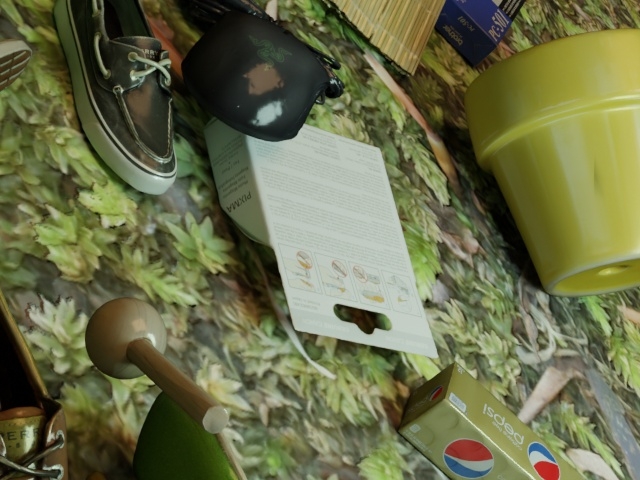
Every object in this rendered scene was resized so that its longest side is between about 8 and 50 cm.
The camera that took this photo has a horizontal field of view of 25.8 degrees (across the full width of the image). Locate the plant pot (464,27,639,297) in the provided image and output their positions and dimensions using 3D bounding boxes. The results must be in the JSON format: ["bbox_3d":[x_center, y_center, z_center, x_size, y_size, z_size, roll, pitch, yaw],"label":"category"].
[{"bbox_3d":[0.301,-0.072,1.537,0.254,0.254,0.239,8,67,-47],"label":"plant pot"}]

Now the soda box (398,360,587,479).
[{"bbox_3d":[0.158,0.195,1.237,0.181,0.061,0.058,43,33,-11],"label":"soda box"}]

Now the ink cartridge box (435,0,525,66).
[{"bbox_3d":[0.204,-0.307,1.812,0.097,0.046,0.207,45,33,-6],"label":"ink cartridge box"}]

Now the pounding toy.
[{"bbox_3d":[-0.104,0.173,0.889,0.183,0.110,0.237,46,-22,55],"label":"pounding toy"}]

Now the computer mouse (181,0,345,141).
[{"bbox_3d":[-0.052,-0.172,1.270,0.188,0.072,0.272,32,21,-8],"label":"computer mouse"}]

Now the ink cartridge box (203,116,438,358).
[{"bbox_3d":[0.000,0.000,1.260,0.189,0.066,0.232,15,55,-43],"label":"ink cartridge box"}]

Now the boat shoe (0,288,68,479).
[{"bbox_3d":[-0.205,0.132,0.823,0.110,0.104,0.307,-5,61,-52],"label":"boat shoe"}]

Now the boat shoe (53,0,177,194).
[{"bbox_3d":[-0.165,-0.142,1.179,0.078,0.070,0.219,4,54,-48],"label":"boat shoe"}]

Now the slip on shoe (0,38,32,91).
[{"bbox_3d":[-0.274,-0.132,1.063,0.041,0.051,0.135,42,38,9],"label":"slip on shoe"}]

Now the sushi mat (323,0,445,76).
[{"bbox_3d":[0.107,-0.352,1.634,0.151,0.019,0.316,41,59,-29],"label":"sushi mat"}]
